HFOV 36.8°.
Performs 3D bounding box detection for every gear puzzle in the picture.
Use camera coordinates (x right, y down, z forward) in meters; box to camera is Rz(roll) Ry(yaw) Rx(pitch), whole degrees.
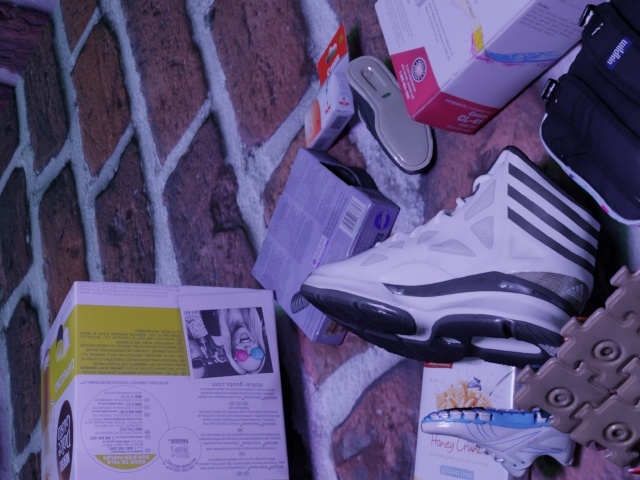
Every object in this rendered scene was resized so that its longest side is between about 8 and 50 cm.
[{"bbox_3d":[0.357,0.091,1.004,0.339,0.175,0.044,-54,9,31],"label":"gear puzzle"}]

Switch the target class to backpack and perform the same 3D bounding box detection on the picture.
[{"bbox_3d":[0.369,-0.122,0.995,0.253,0.191,0.225,-107,38,-57],"label":"backpack"}]

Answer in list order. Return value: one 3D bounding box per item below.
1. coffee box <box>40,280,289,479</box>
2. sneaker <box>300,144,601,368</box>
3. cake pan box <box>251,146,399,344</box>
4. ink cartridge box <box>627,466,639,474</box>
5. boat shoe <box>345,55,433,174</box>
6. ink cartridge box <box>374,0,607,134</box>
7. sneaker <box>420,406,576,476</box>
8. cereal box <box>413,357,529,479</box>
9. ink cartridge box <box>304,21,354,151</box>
[{"bbox_3d":[-0.279,0.288,1.631,0.337,0.338,0.334,133,136,-55],"label":"coffee box"},{"bbox_3d":[0.178,0.017,1.266,0.447,0.169,0.257,2,60,49],"label":"sneaker"},{"bbox_3d":[0.000,0.000,1.600,0.246,0.070,0.266,40,114,49],"label":"cake pan box"},{"bbox_3d":[0.390,0.165,0.863,0.134,0.231,0.078,-30,58,47],"label":"ink cartridge box"},{"bbox_3d":[0.111,-0.187,1.504,0.079,0.084,0.233,83,163,-56],"label":"boat shoe"},{"bbox_3d":[0.231,-0.324,1.304,0.306,0.131,0.226,-40,50,41],"label":"ink cartridge box"},{"bbox_3d":[0.216,0.242,1.158,0.191,0.071,0.082,0,87,11],"label":"sneaker"},{"bbox_3d":[0.200,0.248,1.267,0.173,0.047,0.240,-6,76,54],"label":"cereal box"},{"bbox_3d":[0.008,-0.262,1.643,0.145,0.045,0.179,131,135,-61],"label":"ink cartridge box"}]
